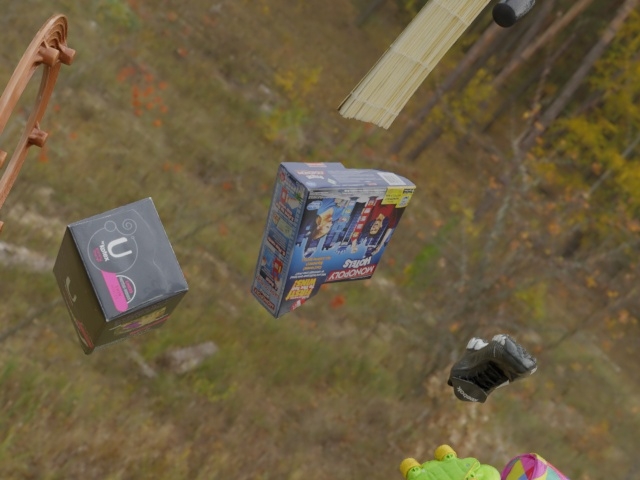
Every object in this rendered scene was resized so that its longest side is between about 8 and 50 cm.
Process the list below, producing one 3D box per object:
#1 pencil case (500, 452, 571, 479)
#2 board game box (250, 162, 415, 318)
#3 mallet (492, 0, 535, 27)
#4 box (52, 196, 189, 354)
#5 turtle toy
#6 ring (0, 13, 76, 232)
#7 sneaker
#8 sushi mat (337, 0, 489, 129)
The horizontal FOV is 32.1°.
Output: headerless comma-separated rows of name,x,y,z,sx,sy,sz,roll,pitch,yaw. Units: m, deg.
pencil case,0.367,0.418,1.692,0.236,0.104,0.104,36,15,-17
board game box,0.000,0.000,1.371,0.194,0.194,0.060,-3,38,-46
mallet,0.232,-0.366,1.437,0.039,0.062,0.190,7,-46,38
box,-0.328,0.064,1.791,0.165,0.143,0.270,65,-23,9
turtle toy,0.163,0.305,1.371,0.095,0.130,0.066,-132,-150,-54
ring,-0.369,-0.114,1.349,0.032,0.337,0.336,23,17,-7
sneaker,0.250,0.200,1.664,0.078,0.106,0.234,42,-11,-3
sushi mat,0.144,-0.249,1.206,0.019,0.316,0.151,46,18,17
